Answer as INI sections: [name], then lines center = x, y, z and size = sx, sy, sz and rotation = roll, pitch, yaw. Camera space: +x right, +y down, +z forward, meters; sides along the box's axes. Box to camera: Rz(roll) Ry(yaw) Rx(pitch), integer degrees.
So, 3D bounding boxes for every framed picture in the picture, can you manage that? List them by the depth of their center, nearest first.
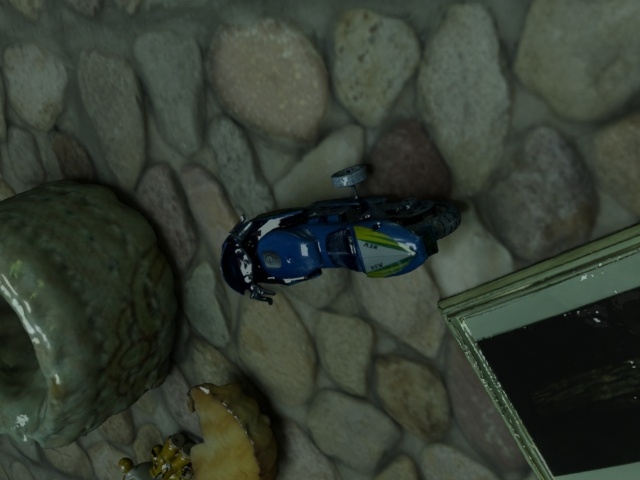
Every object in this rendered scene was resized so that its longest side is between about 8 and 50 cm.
[framed picture]
center = 0.251, 0.107, 0.719
size = 0.293, 0.018, 0.231
rotation = -28, 94, 44

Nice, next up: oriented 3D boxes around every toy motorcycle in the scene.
[toy motorcycle]
center = 0.000, 0.000, 0.783
size = 0.255, 0.136, 0.092
rotation = -3, 110, 40

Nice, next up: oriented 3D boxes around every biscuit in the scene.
[biscuit]
center = -0.095, 0.240, 1.045
size = 0.118, 0.061, 0.183
rotation = 28, 130, 23

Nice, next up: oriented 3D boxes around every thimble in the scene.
[thimble]
center = -0.314, 0.086, 1.048
size = 0.292, 0.195, 0.291
rotation = 19, 123, 32

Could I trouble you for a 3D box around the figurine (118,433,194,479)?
[figurine]
center = -0.211, 0.303, 1.172
size = 0.101, 0.068, 0.143
rotation = 16, 118, 14
